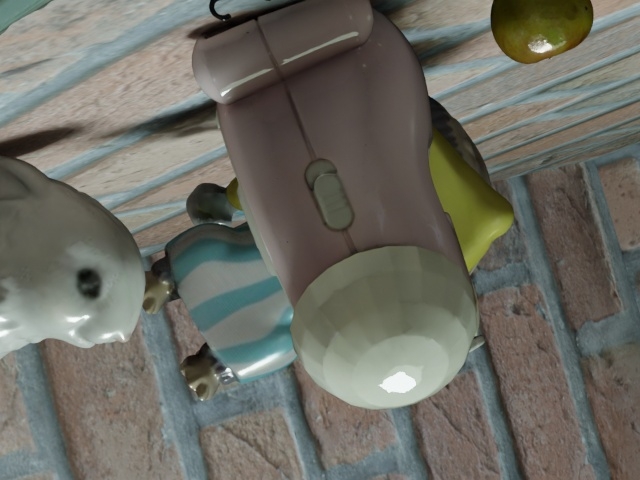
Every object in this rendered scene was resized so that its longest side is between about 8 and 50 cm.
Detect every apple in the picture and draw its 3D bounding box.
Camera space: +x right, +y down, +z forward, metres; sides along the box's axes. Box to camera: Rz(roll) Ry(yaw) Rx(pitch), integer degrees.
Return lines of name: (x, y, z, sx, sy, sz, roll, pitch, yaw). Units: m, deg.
apple: (0.192, -0.194, 1.529, 0.089, 0.074, 0.089, -17, 178, -1)

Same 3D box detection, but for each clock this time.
clock: (0.029, -0.022, 1.478, 0.184, 0.326, 0.342, -18, 176, 10)

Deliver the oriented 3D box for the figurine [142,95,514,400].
figurine: (0.000, 0.000, 1.853, 0.361, 0.266, 0.378, -32, 179, -1)

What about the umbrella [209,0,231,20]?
umbrella: (-0.015, -0.186, 1.243, 0.149, 0.022, 0.022, -25, 176, -28)

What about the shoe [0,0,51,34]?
shoe: (-0.132, -0.143, 0.865, 0.078, 0.079, 0.195, 6, 157, -42)

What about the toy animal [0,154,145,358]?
toy animal: (-0.343, 0.034, 1.670, 0.357, 0.258, 0.194, -18, 149, 9)
